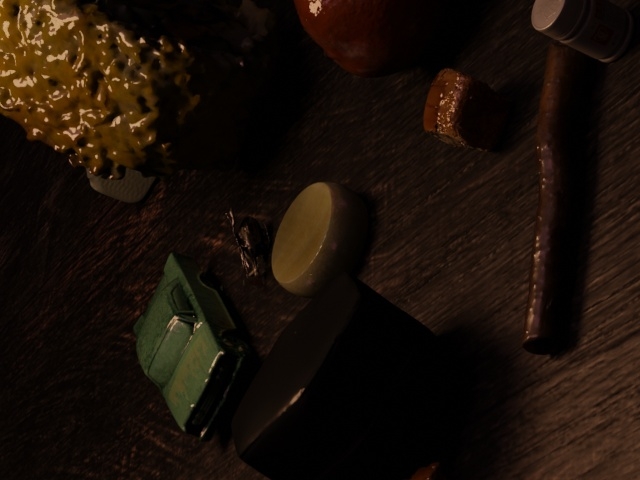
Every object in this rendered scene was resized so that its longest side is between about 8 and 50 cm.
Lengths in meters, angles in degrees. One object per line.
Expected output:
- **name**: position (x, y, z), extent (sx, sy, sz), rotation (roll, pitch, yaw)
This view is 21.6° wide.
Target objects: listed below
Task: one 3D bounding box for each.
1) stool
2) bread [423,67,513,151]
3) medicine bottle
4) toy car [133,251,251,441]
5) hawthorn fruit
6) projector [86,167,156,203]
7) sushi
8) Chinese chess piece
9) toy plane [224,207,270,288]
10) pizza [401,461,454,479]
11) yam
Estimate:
- **stool**: position (0.020, 0.157, 1.711), extent (0.232, 0.141, 0.232), rotation (-50, 14, 17)
- **bread**: position (0.154, -0.138, 1.805), extent (0.083, 0.077, 0.070), rotation (19, 84, 64)
- **medicine bottle**: position (0.258, -0.215, 1.646), extent (0.057, 0.089, 0.057), rotation (-43, 36, 43)
- **toy car**: position (-0.181, 0.136, 2.217), extent (0.141, 0.097, 0.320), rotation (-62, 25, 13)
- **hawthorn fruit**: position (0.084, -0.315, 1.974), extent (0.251, 0.199, 0.199), rotation (-48, 30, 15)
- **projector**: position (-0.283, -0.214, 2.692), extent (0.250, 0.108, 0.198), rotation (-58, 27, 23)
- **sushi**: position (-0.263, -0.254, 2.344), extent (0.351, 0.397, 0.240), rotation (-38, -27, -62)
- **Chinese chess piece**: position (0.000, 0.000, 2.020), extent (0.144, 0.058, 0.144), rotation (-41, 37, 41)
- **toy plane**: position (-0.091, 0.011, 2.202), extent (0.031, 0.049, 0.120), rotation (-44, 51, 42)
- **pizza**: position (0.087, 0.286, 1.625), extent (0.182, 0.062, 0.161), rotation (-125, 54, -66)
- **yam**: position (0.226, -0.047, 1.629), extent (0.045, 0.045, 0.326), rotation (112, 168, -65)
